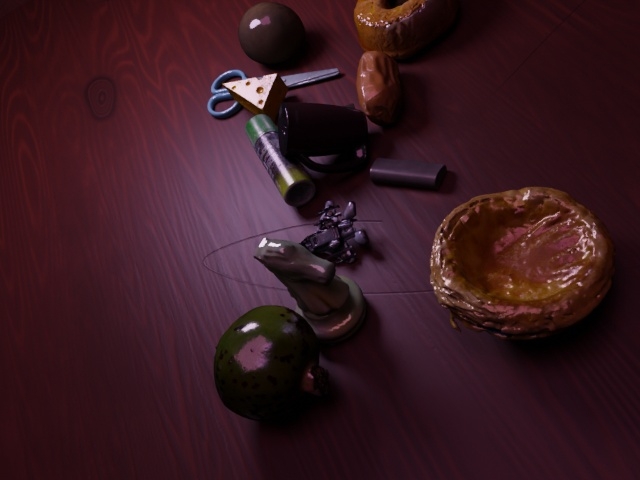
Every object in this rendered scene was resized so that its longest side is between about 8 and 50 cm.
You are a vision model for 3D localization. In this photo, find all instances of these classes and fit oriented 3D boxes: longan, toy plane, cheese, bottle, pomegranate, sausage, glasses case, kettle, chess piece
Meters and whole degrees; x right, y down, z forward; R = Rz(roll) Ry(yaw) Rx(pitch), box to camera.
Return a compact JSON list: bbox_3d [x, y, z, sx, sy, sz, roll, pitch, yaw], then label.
[{"bbox_3d":[-0.160,-0.649,2.279,0.220,0.196,0.196,5,60,32],"label":"longan"},{"bbox_3d":[-0.003,0.000,1.820,0.247,0.078,0.169,-22,79,13],"label":"toy plane"},{"bbox_3d":[-0.207,-0.440,2.189,0.171,0.093,0.126,15,78,25],"label":"cheese"},{"bbox_3d":[-0.118,-0.230,2.026,0.093,0.093,0.330,-33,50,1],"label":"bottle"},{"bbox_3d":[-0.105,0.270,1.586,0.271,0.254,0.254,12,63,18],"label":"pomegranate"},{"bbox_3d":[0.162,-0.427,2.010,0.120,0.136,0.241,-14,49,18],"label":"sausage"},{"bbox_3d":[0.222,-0.174,1.862,0.191,0.042,0.072,9,54,30],"label":"glasses case"},{"bbox_3d":[0.014,-0.277,1.936,0.233,0.144,0.201,-2,68,-12],"label":"kettle"},{"bbox_3d":[-0.019,0.097,1.619,0.176,0.298,0.175,-14,51,18],"label":"chess piece"}]

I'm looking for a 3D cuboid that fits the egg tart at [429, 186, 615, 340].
[{"bbox_3d":[0.419,0.056,1.526,0.388,0.169,0.387,-11,51,14],"label":"egg tart"}]

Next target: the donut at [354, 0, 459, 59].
[{"bbox_3d":[0.250,-0.678,2.130,0.300,0.150,0.317,4,59,24],"label":"donut"}]

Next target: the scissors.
[{"bbox_3d":[-0.149,-0.485,2.260,0.448,0.029,0.192,-6,56,22],"label":"scissors"}]
